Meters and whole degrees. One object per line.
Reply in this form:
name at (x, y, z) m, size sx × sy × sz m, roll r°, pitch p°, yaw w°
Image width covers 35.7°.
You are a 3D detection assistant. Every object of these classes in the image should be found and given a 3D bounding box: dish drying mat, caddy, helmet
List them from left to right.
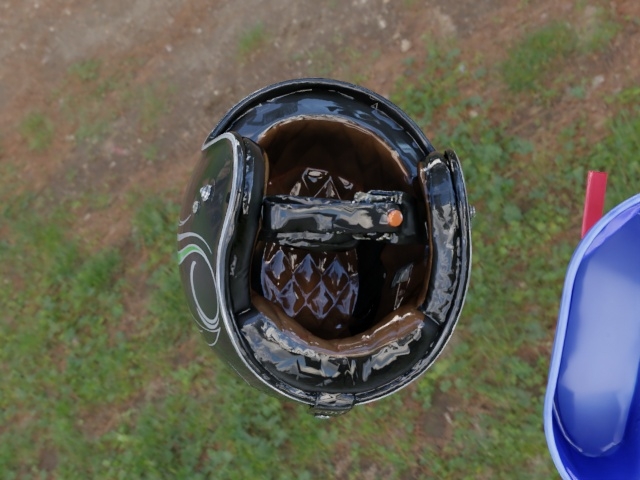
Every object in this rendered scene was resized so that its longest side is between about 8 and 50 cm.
helmet at (0.000, 0.000, 0.534) m, size 0.169 × 0.169 × 0.161 m, roll -42°, pitch 15°, yaw 2°
dish drying mat at (0.334, -0.043, 1.214) m, size 0.008 × 0.032 × 0.083 m, roll 12°, pitch 97°, yaw 53°
caddy at (0.343, 0.112, 0.953) m, size 0.241 × 0.179 × 0.341 m, roll 9°, pitch 94°, yaw 7°
